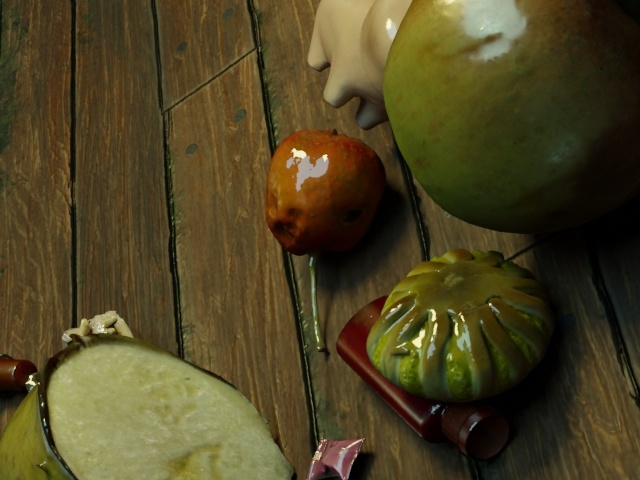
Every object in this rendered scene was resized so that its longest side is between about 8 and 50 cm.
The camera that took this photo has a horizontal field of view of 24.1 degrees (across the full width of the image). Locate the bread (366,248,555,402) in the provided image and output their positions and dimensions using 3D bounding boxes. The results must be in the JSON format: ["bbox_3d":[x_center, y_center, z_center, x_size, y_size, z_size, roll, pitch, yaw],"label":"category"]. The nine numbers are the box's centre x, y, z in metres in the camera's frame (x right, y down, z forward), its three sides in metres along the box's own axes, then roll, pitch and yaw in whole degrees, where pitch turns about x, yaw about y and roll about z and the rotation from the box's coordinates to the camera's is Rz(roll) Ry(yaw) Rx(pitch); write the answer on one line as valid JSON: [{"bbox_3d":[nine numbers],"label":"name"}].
[{"bbox_3d":[0.155,0.087,1.641,0.213,0.104,0.213,-5,34,3],"label":"bread"}]

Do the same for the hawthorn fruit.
[{"bbox_3d":[0.000,0.000,1.923,0.165,0.165,0.285,0,84,45],"label":"hawthorn fruit"}]

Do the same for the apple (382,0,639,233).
[{"bbox_3d":[0.236,-0.174,1.657,0.305,0.338,0.338,-38,39,34],"label":"apple"}]

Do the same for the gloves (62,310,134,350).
[{"bbox_3d":[-0.311,0.164,2.103,0.144,0.110,0.094,-33,0,21],"label":"gloves"}]

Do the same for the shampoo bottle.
[{"bbox_3d":[0.119,0.157,1.702,0.102,0.064,0.260,-42,38,-6],"label":"shampoo bottle"}]

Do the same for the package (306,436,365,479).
[{"bbox_3d":[0.018,0.257,1.756,0.083,0.029,0.059,-9,51,52],"label":"package"}]

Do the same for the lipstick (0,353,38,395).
[{"bbox_3d":[-0.550,0.204,2.320,0.300,0.081,0.081,-3,59,40],"label":"lipstick"}]

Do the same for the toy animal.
[{"bbox_3d":[0.118,-0.264,1.941,0.269,0.237,0.326,-53,34,16],"label":"toy animal"}]

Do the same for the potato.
[{"bbox_3d":[-0.232,0.326,1.840,0.397,0.290,0.296,44,130,15],"label":"potato"}]
